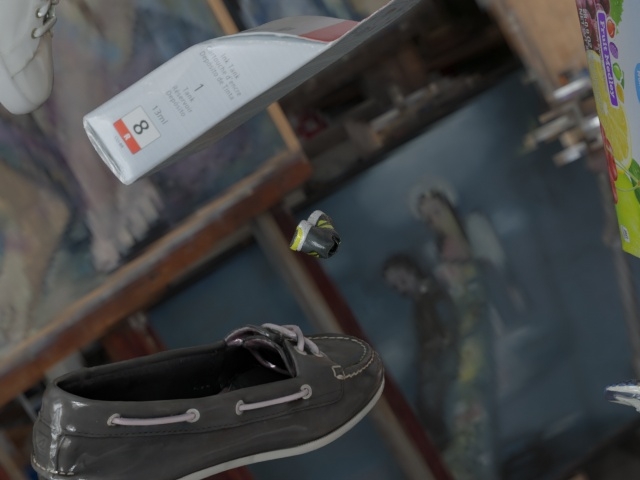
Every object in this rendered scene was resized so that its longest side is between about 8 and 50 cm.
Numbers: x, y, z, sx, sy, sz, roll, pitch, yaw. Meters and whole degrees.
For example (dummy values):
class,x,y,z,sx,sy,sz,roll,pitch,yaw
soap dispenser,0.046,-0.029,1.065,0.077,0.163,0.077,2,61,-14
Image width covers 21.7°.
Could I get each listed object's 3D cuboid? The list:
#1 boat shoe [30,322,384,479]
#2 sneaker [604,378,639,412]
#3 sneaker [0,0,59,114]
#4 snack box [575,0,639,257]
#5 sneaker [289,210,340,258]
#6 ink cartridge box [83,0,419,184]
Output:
class,x,y,z,sx,sy,sz,roll,pitch,yaw
boat shoe,-0.070,0.112,1.262,0.112,0.096,0.335,20,27,41
sneaker,0.323,0.162,1.534,0.135,0.058,0.052,10,5,31
sneaker,-0.236,-0.242,1.382,0.123,0.290,0.106,-2,24,7
snack box,0.223,-0.063,0.936,0.070,0.175,0.207,-17,14,-12
sneaker,0.000,0.000,1.319,0.031,0.035,0.083,-64,-8,15
ink cartridge box,-0.016,-0.099,0.803,0.179,0.045,0.145,-36,2,15
